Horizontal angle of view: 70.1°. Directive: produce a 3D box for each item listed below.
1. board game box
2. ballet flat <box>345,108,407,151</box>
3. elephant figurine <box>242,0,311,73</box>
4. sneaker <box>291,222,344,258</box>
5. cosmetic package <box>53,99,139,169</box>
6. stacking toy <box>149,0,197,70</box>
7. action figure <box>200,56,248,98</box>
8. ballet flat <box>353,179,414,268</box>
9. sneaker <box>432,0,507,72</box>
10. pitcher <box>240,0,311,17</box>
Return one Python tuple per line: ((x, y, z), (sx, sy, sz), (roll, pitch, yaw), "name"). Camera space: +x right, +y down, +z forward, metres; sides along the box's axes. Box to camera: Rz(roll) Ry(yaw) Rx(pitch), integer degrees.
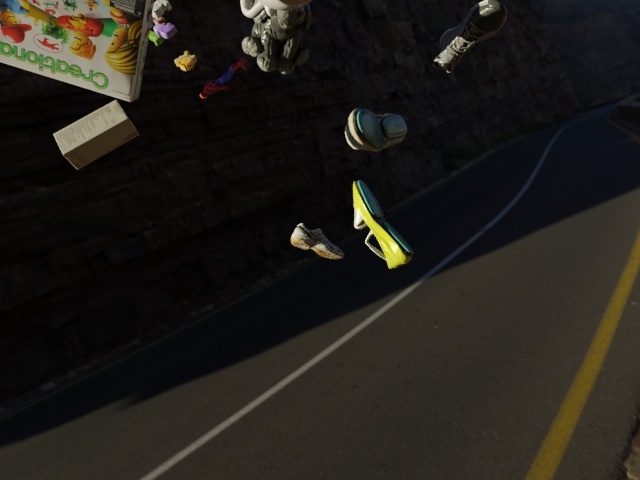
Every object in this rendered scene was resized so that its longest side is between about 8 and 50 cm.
((-0.454, -0.379, 0.771), (0.306, 0.192, 0.053), (15, 26, -12), "board game box")
((0.099, -0.214, 0.920), (0.086, 0.086, 0.248), (-12, 3, 33), "ballet flat")
((-0.077, -0.514, 1.025), (0.169, 0.186, 0.239), (-35, -15, -30), "elephant figurine")
((0.000, 0.000, 0.667), (0.083, 0.036, 0.032), (23, -23, -14), "sneaker")
((-0.363, -0.173, 0.742), (0.115, 0.060, 0.041), (-32, -29, -9), "cosmetic package")
((-0.415, -0.540, 1.143), (0.052, 0.221, 0.167), (-44, -28, -15), "stacking toy")
((-0.188, -0.306, 0.875), (0.115, 0.030, 0.038), (-24, 44, 22), "action figure")
((0.125, -0.034, 1.065), (0.077, 0.231, 0.077), (-41, -17, 24), "ballet flat")
((0.356, -0.484, 1.130), (0.132, 0.086, 0.229), (-60, 13, -11), "sneaker")
((-0.073, -0.394, 0.663), (0.126, 0.177, 0.207), (-7, 46, -24), "pitcher")
